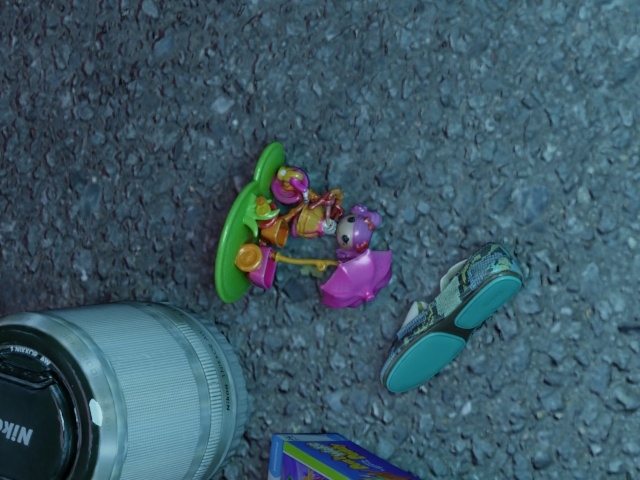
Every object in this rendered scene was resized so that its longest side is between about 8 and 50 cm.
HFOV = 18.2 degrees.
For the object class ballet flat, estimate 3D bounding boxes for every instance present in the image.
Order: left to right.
[{"bbox_3d":[0.122,0.071,1.935,0.188,0.070,0.070,-43,71,24],"label":"ballet flat"}]

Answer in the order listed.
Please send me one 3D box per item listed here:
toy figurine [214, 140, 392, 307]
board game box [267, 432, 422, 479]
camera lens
[{"bbox_3d":[0.000,0.000,1.991,0.159,0.130,0.173,15,76,17],"label":"toy figurine"},{"bbox_3d":[0.016,0.382,1.936,0.233,0.078,0.347,-161,76,-63],"label":"board game box"},{"bbox_3d":[-0.230,0.175,2.026,0.219,0.274,0.219,2,93,32],"label":"camera lens"}]
